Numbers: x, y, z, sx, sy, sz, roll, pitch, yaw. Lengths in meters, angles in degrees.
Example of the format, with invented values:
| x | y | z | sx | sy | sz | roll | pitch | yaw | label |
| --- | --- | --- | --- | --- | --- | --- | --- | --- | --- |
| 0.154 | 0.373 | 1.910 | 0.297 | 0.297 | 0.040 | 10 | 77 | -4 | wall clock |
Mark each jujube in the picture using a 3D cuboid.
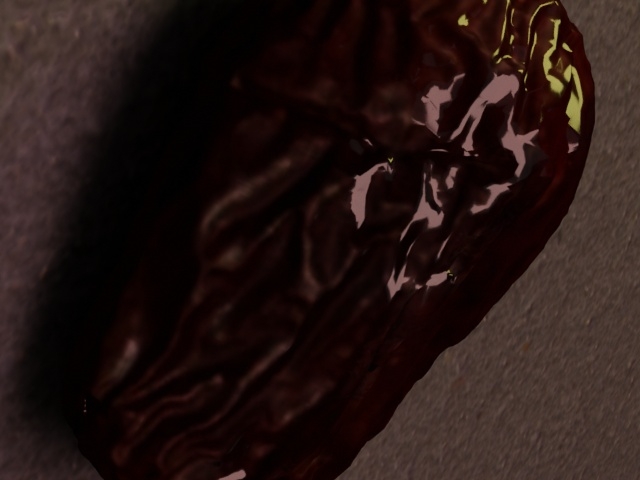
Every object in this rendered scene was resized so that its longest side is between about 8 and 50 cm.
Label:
| x | y | z | sx | sy | sz | roll | pitch | yaw | label |
| --- | --- | --- | --- | --- | --- | --- | --- | --- | --- |
| 0.000 | 0.000 | 0.885 | 0.342 | 0.216 | 0.216 | -58 | 146 | -4 | jujube |
